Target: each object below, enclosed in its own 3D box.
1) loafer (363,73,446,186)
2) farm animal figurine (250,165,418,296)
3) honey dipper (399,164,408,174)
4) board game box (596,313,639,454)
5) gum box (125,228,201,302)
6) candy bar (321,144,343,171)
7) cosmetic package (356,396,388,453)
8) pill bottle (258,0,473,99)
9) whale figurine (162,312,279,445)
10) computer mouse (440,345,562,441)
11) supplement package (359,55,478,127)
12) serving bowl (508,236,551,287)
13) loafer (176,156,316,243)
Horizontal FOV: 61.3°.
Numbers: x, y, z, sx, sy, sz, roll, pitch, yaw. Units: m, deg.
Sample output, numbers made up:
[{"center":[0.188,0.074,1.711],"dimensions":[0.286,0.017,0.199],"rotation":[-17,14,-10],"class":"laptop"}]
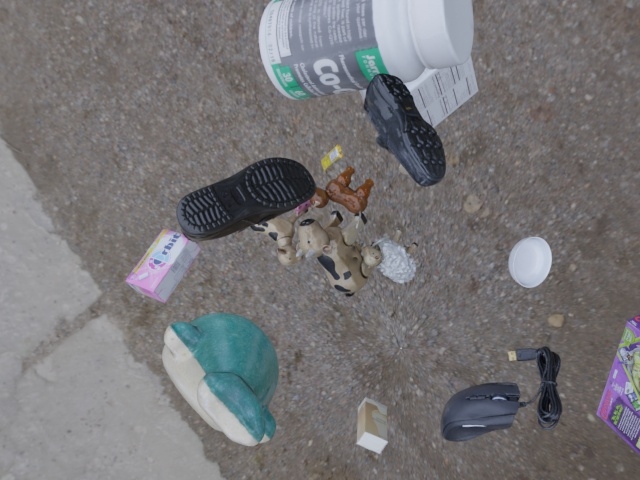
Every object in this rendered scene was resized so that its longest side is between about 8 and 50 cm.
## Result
[{"center":[0.128,-0.167,0.849],"dimensions":[0.076,0.078,0.223],"rotation":[-2,55,-30],"class":"loafer"},{"center":[0.000,0.000,1.168],"dimensions":[0.327,0.330,0.172],"rotation":[47,59,-21],"class":"farm animal figurine"},{"center":[0.195,-0.206,1.147],"dimensions":[0.030,0.030,0.161],"rotation":[11,55,10],"class":"honey dipper"},{"center":[0.739,0.351,1.195],"dimensions":[0.056,0.347,0.208],"rotation":[-25,41,-19],"class":"board game box"},{"center":[-0.414,0.060,1.442],"dimensions":[0.107,0.062,0.188],"rotation":[15,62,29],"class":"gum box"},{"center":[0.029,-0.228,1.516],"dimensions":[0.018,0.161,0.040],"rotation":[-14,86,-19],"class":"candy bar"},{"center":[0.116,0.413,1.212],"dimensions":[0.060,0.115,0.041],"rotation":[25,113,-7],"class":"cosmetic package"},{"center":[0.083,-0.387,1.006],"dimensions":[0.360,0.204,0.204],"rotation":[0,78,33],"class":"pill bottle"},{"center":[-0.120,0.183,0.750],"dimensions":[0.141,0.272,0.216],"rotation":[-41,99,-14],"class":"whale figurine"},{"center":[0.329,0.279,1.026],"dimensions":[0.060,0.262,0.184],"rotation":[44,46,-16],"class":"computer mouse"},{"center":[0.267,-0.448,1.527],"dimensions":[0.262,0.198,0.199],"rotation":[-40,56,2],"class":"supplement package"},{"center":[0.338,0.033,0.885],"dimensions":[0.083,0.027,0.084],"rotation":[-4,100,-24],"class":"serving bowl"},{"center":[-0.107,-0.057,0.768],"dimensions":[0.220,0.078,0.080],"rotation":[-20,79,-31],"class":"loafer"}]
